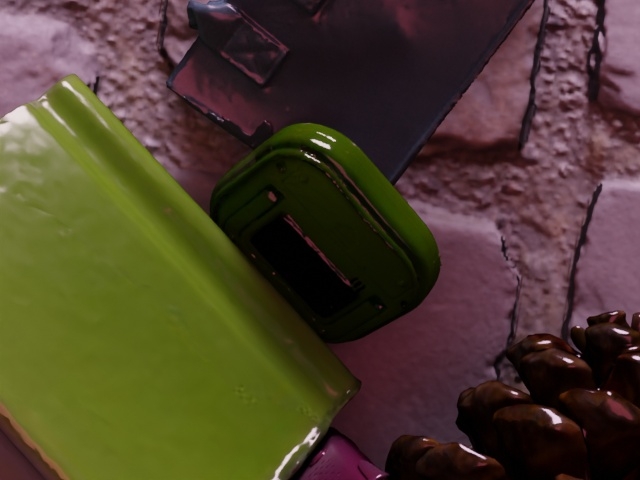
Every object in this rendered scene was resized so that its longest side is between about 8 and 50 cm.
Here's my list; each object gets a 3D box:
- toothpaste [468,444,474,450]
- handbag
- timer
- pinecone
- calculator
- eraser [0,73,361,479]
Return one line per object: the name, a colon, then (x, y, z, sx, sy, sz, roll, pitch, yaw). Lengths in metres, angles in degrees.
toothpaste: (0.071, 0.166, 0.907, 0.139, 0.021, 0.037, -22, 94, -10)
handbag: (0.023, -0.149, 0.862, 0.179, 0.062, 0.229, 35, 106, -2)
timer: (0.000, 0.000, 0.856, 0.140, 0.128, 0.047, 48, 44, -9)
pinecone: (0.149, 0.177, 0.805, 0.244, 0.244, 0.309, 42, 54, -2)
calculator: (-0.023, 0.166, 0.812, 0.034, 0.190, 0.126, 44, 85, -6)
eraser: (-0.130, 0.058, 0.815, 0.274, 0.092, 0.210, 46, 51, 0)
